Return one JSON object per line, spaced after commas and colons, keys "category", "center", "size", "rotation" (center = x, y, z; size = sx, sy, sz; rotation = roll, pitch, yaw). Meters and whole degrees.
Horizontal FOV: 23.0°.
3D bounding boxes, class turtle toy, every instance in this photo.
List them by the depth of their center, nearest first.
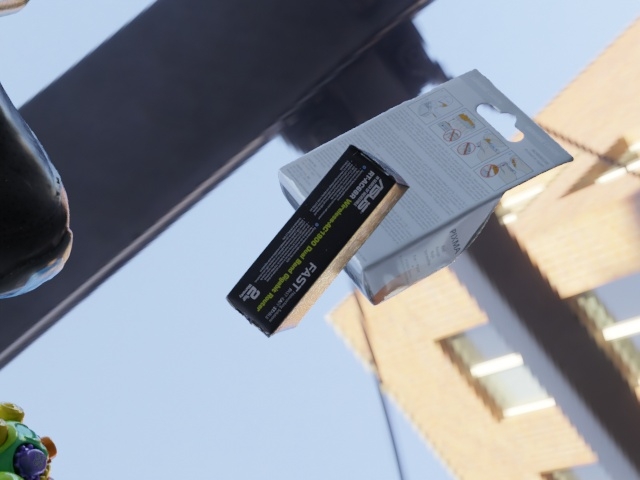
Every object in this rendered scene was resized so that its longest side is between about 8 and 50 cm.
{"category": "turtle toy", "center": [-0.230, 0.177, 1.144], "size": [0.066, 0.130, 0.095], "rotation": [21, -84, 0]}

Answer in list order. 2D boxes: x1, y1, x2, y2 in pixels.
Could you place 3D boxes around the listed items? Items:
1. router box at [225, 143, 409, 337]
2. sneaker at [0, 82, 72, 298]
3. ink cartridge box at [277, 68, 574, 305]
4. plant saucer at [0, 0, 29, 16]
{"category": "router box", "center": [0.000, 0.000, 0.965], "size": [0.038, 0.092, 0.122], "rotation": [39, -85, 6]}
{"category": "sneaker", "center": [-0.245, -0.117, 0.816], "size": [0.341, 0.139, 0.125], "rotation": [49, -134, 7]}
{"category": "ink cartridge box", "center": [0.077, -0.044, 1.172], "size": [0.179, 0.145, 0.045], "rotation": [-26, -47, -13]}
{"category": "plant saucer", "center": [-0.071, -0.119, 0.369], "size": [0.045, 0.188, 0.188], "rotation": [30, -80, -5]}
